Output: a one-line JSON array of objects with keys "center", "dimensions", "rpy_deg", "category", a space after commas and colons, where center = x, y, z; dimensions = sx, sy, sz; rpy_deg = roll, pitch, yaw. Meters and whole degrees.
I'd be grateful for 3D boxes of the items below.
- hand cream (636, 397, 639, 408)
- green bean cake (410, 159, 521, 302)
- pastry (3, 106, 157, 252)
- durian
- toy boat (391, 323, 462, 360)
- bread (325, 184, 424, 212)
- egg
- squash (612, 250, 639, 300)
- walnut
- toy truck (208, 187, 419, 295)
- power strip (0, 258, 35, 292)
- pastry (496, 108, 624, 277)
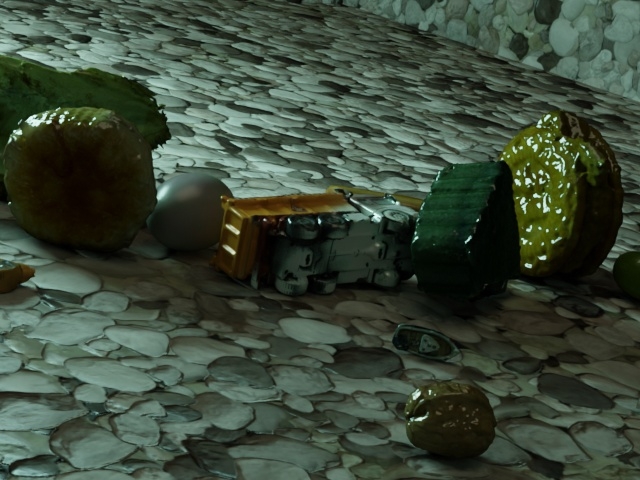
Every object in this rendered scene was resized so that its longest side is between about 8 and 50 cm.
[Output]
[{"center": [0.425, 0.166, 1.905], "dimensions": [0.087, 0.054, 0.186], "rpy_deg": [10, 22, 11], "category": "hand cream"}, {"center": [0.191, 0.019, 2.092], "dimensions": [0.107, 0.193, 0.208], "rpy_deg": [3, 36, 19], "category": "green bean cake"}, {"center": [-0.299, -0.075, 2.007], "dimensions": [0.192, 0.182, 0.093], "rpy_deg": [1, 18, 6], "category": "pastry"}, {"center": [-0.395, -0.165, 2.200], "dimensions": [0.394, 0.198, 0.163], "rpy_deg": [4, 14, -21], "category": "durian"}, {"center": [0.125, 0.120, 1.870], "dimensions": [0.083, 0.038, 0.038], "rpy_deg": [13, 16, 6], "category": "toy boat"}, {"center": [0.122, -0.028, 2.307], "dimensions": [0.239, 0.074, 0.092], "rpy_deg": [10, 0, -11], "category": "bread"}, {"center": [-0.169, -0.037, 2.086], "dimensions": [0.103, 0.103, 0.135], "rpy_deg": [22, 23, 34], "category": "egg"}, {"center": [0.501, 0.073, 2.246], "dimensions": [0.201, 0.066, 0.066], "rpy_deg": [26, 21, 24], "category": "squash"}, {"center": [0.133, 0.180, 1.607], "dimensions": [0.096, 0.082, 0.079], "rpy_deg": [8, 45, -15], "category": "walnut"}, {"center": [0.000, 0.000, 2.074], "dimensions": [0.270, 0.114, 0.135], "rpy_deg": [-4, 26, -36], "category": "toy truck"}, {"center": [-0.400, 0.041, 1.805], "dimensions": [0.178, 0.028, 0.049], "rpy_deg": [-2, 20, -41], "category": "power strip"}, {"center": [0.343, -0.063, 2.296], "dimensions": [0.132, 0.235, 0.240], "rpy_deg": [6, 26, -31], "category": "pastry"}]
